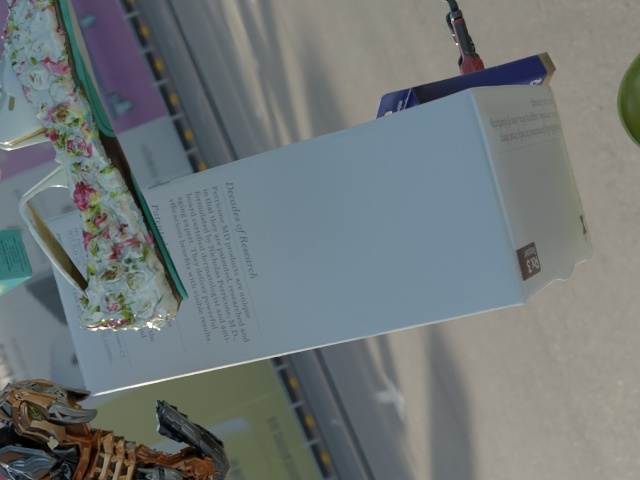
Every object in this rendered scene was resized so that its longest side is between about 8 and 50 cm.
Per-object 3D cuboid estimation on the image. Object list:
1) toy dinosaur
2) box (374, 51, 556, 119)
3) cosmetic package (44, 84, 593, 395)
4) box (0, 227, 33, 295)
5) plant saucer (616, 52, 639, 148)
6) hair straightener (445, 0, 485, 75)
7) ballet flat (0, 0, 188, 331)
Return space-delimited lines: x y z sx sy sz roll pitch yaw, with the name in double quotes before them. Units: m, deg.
"toy dinosaur" -0.124 0.238 0.750 0.322 0.218 0.164 44 175 -2
"box" 0.175 -0.162 1.370 0.136 0.225 0.037 102 149 -63
"cosmetic package" 0.000 0.000 0.869 0.217 0.384 0.156 -18 -89 -65
"box" -0.437 0.040 1.146 0.244 0.100 0.060 -8 -105 -52
"plant saucer" 0.352 -0.113 0.827 0.037 0.241 0.241 64 178 -38
"hair straightener" 0.242 -0.333 1.867 0.089 0.047 0.230 -98 -18 -63
"ballet flat" -0.153 -0.049 0.655 0.091 0.077 0.241 -137 27 -76
